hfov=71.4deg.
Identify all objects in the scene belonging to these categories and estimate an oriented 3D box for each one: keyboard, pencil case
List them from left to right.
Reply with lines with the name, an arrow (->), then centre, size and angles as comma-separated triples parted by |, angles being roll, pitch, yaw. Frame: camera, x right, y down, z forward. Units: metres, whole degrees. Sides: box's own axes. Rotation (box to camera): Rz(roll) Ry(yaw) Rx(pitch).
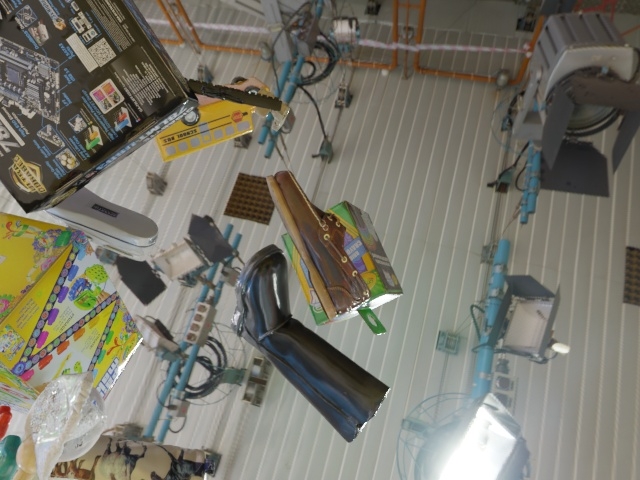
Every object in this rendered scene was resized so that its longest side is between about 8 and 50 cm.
pencil case -> -0.462, 0.539, 1.021 | 0.410, 0.183, 0.160 | 21, -103, -20
keyboard -> -0.150, -0.232, 0.700 | 0.180, 0.108, 0.023 | 8, -72, -11

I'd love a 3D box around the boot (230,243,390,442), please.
boot -> -0.020, 0.260, 1.116 | 0.445, 0.367, 0.146 | 41, -128, 19

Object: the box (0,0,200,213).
box -> -0.374, -0.237, 0.617 | 0.293, 0.073, 0.296 | -33, -80, 8

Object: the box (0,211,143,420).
box -> -0.467, 0.110, 0.644 | 0.289, 0.279, 0.177 | 13, -131, 10

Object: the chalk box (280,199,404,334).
chalk box -> 0.049, 0.064, 0.758 | 0.132, 0.132, 0.213 | -27, -106, 17

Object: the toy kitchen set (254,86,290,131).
toy kitchen set -> -0.134, -0.312, 1.099 | 0.083, 0.075, 0.068 | 37, -114, -4

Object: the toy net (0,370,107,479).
toy net -> -0.222, 0.165, 0.341 | 0.232, 0.045, 0.122 | -44, -141, 16

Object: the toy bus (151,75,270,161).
toy bus -> -0.299, -0.338, 1.216 | 0.332, 0.130, 0.108 | -25, -136, -19

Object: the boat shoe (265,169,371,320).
boat shoe -> 0.000, 0.000, 0.574 | 0.073, 0.073, 0.207 | -26, -74, -4

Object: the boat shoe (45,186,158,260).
boat shoe -> -0.453, -0.041, 0.869 | 0.267, 0.088, 0.096 | 23, -148, -13
